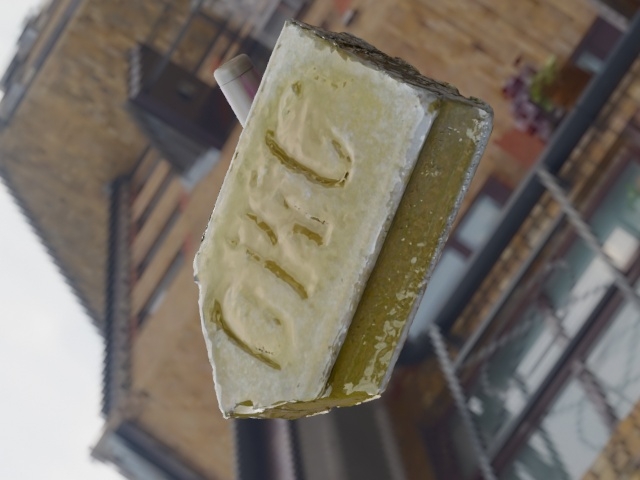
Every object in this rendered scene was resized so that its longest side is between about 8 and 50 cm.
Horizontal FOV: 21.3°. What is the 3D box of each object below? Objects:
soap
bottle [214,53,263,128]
[{"bbox_3d":[0.000,0.000,1.129,0.080,0.258,0.160,9,-163,-43],"label":"soap"},{"bbox_3d":[-0.067,-0.137,1.697,0.096,0.045,0.045,58,-170,-10],"label":"bottle"}]
